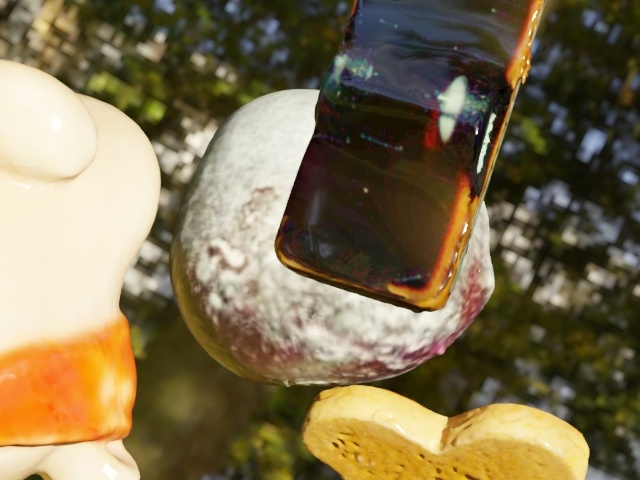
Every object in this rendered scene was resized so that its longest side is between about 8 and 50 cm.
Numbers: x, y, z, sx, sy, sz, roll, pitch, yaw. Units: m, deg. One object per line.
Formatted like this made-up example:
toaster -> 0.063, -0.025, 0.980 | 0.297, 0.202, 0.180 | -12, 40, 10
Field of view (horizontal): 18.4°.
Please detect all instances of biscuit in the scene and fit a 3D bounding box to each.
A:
biscuit -> 0.072, 0.164, 1.055 | 0.165, 0.036, 0.250 | 8, -43, 19

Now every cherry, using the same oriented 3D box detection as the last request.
cherry -> 0.000, 0.000, 1.636 | 0.296, 0.255, 0.218 | 7, -40, 26

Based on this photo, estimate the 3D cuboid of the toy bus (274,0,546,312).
toy bus -> 0.081, -0.162, 0.959 | 0.093, 0.409, 0.092 | 18, -11, 8

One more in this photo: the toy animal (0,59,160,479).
toy animal -> -0.132, -0.002, 0.551 | 0.171, 0.171, 0.198 | 15, -43, 38
